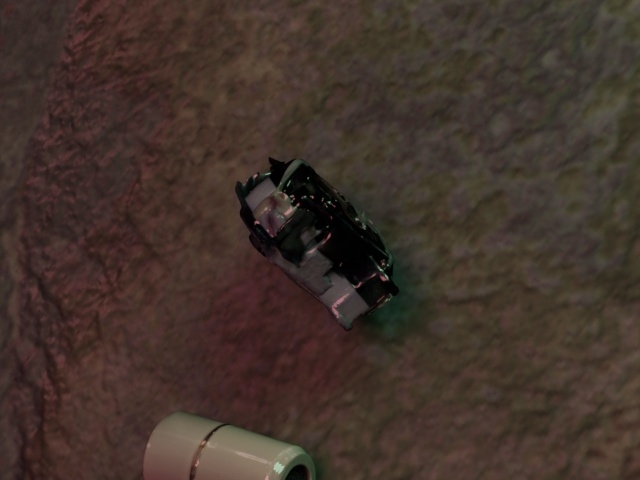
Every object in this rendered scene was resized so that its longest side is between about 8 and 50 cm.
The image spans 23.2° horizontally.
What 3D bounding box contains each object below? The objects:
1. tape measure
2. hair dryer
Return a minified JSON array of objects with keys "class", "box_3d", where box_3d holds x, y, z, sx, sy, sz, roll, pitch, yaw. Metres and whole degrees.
[{"class":"tape measure","box_3d":[0.000,0.000,0.811,0.054,0.091,0.094,-44,26,5]},{"class":"hair dryer","box_3d":[-0.060,0.163,0.810,0.082,0.047,0.137,14,83,30]}]
